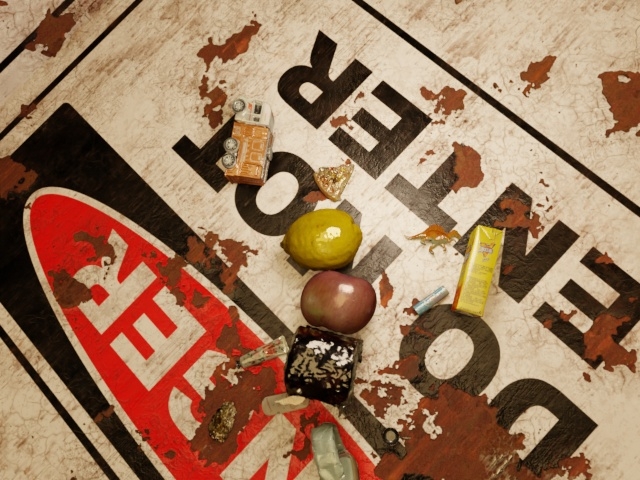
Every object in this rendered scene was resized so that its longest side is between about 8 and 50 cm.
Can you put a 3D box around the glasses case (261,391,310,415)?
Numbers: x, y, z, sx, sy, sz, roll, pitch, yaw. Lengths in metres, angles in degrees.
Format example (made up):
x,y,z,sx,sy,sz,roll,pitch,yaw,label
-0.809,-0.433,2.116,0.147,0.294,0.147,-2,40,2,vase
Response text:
x,y,z,sx,sy,sz,roll,pitch,yaw,label
-0.145,0.676,1.875,0.204,0.051,0.081,-16,79,4,glasses case

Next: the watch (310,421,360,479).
x,y,z,sx,sy,sz,roll,pitch,yaw,label
0.047,0.838,1.716,0.161,0.253,0.241,-17,115,3,watch

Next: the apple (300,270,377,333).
x,y,z,sx,sy,sz,roll,pitch,yaw,label
0.073,0.252,1.810,0.305,0.306,0.235,14,81,10,apple

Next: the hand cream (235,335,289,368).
x,y,z,sx,sy,sz,roll,pitch,yaw,label
-0.252,0.491,1.933,0.233,0.050,0.080,-23,73,-4,hand cream

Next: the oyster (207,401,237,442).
x,y,z,sx,sy,sz,roll,pitch,yaw,label
-0.412,0.763,1.896,0.105,0.056,0.177,35,90,20,oyster

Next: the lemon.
x,y,z,sx,sy,sz,roll,pitch,yaw,label
0.007,-0.001,1.876,0.315,0.285,0.286,-11,77,-19,lemon

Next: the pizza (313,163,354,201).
x,y,z,sx,sy,sz,roll,pitch,yaw,label
0.078,-0.286,2.034,0.195,0.052,0.185,-39,80,-1,pizza

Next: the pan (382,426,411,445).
x,y,z,sx,sy,sz,roll,pitch,yaw,label
0.306,0.790,1.806,0.115,0.023,0.069,3,79,11,pan

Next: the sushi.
x,y,z,sx,sy,sz,roll,pitch,yaw,label
0.008,0.493,1.767,0.293,0.299,0.282,13,97,8,sushi

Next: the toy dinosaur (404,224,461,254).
x,y,z,sx,sy,sz,roll,pitch,yaw,label
0.485,-0.025,1.927,0.212,0.057,0.142,32,73,11,toy dinosaur

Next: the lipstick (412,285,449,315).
x,y,z,sx,sy,sz,roll,pitch,yaw,label
0.463,0.251,1.878,0.157,0.048,0.048,-36,77,0,lipstick

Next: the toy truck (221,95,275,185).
x,y,z,sx,sy,sz,roll,pitch,yaw,label
-0.316,-0.452,2.061,0.206,0.173,0.388,8,83,3,toy truck

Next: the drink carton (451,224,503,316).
x,y,z,sx,sy,sz,roll,pitch,yaw,label
0.636,0.128,1.824,0.111,0.154,0.352,16,82,10,drink carton
